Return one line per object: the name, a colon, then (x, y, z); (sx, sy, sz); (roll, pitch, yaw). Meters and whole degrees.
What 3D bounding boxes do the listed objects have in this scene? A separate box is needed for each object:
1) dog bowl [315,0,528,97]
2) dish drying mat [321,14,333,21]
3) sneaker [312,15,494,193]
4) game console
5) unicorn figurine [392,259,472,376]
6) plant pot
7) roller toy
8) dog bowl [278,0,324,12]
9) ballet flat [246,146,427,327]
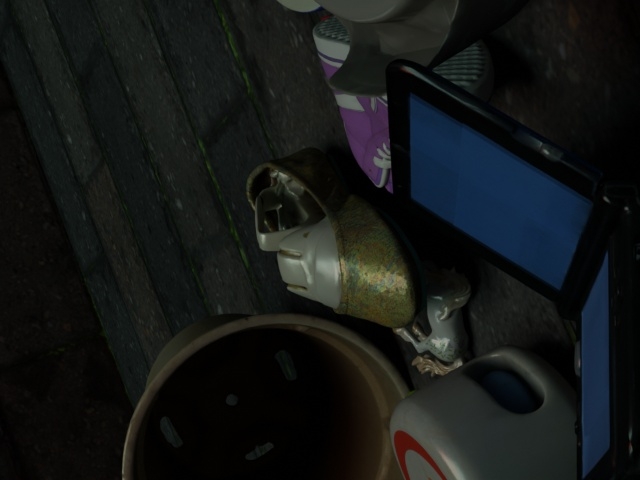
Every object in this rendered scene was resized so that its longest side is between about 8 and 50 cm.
dog bowl: (0.033, -0.275, 0.959); (0.349, 0.102, 0.349); (45, 146, 42)
dish drying mat: (0.023, -0.210, 1.422); (0.083, 0.008, 0.032); (12, 118, 65)
sneaker: (0.087, -0.106, 1.253); (0.282, 0.102, 0.161); (-133, 26, -66)
game console: (0.127, 0.046, 0.965); (0.293, 0.173, 0.250); (74, -162, -73)
unicorn figurine: (0.113, 0.065, 1.390); (0.111, 0.060, 0.162); (20, 141, 51)
plant pot: (-0.079, 0.222, 1.682); (0.305, 0.334, 0.334); (-149, 43, -75)
roller toy: (0.166, 0.197, 1.241); (0.209, 0.146, 0.191); (60, 166, 11)
dog bowl: (0.000, -0.336, 1.239); (0.265, 0.104, 0.265); (50, 151, 42)
ballet flat: (0.000, 0.000, 1.425); (0.348, 0.123, 0.123); (-125, 24, -62)
